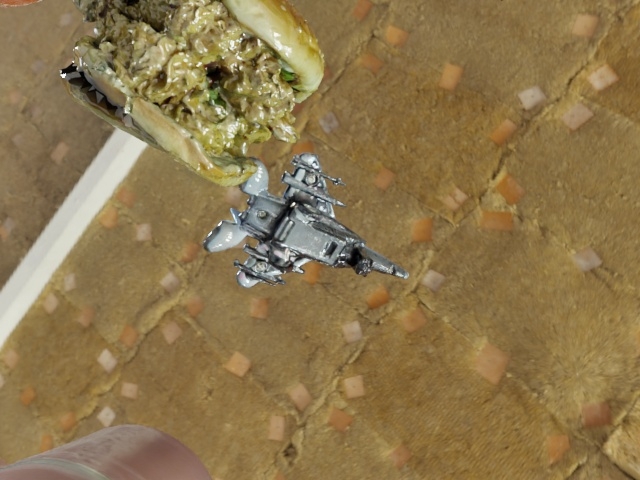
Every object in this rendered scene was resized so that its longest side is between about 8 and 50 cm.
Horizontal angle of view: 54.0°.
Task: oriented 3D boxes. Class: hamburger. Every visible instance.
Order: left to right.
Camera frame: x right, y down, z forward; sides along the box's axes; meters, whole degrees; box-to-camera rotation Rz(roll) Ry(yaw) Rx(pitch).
[{"bbox_3d":[-0.090,-0.127,0.436,0.184,0.159,0.131,32,-85,-11],"label":"hamburger"}]

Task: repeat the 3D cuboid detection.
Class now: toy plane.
[{"bbox_3d":[0.002,0.003,0.700,0.246,0.078,0.169,25,-75,-17],"label":"toy plane"}]

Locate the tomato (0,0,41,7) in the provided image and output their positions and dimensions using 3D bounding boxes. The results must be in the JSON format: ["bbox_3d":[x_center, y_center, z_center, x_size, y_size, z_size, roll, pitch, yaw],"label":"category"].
[{"bbox_3d":[-0.343,-0.383,0.634,0.338,0.338,0.144,-47,-120,7],"label":"tomato"}]

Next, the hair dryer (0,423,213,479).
[{"bbox_3d":[-0.229,0.110,0.304,0.352,0.210,0.125,31,-86,13],"label":"hair dryer"}]
